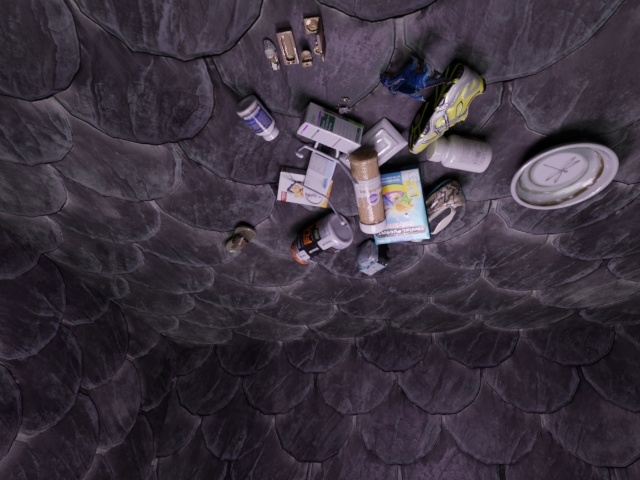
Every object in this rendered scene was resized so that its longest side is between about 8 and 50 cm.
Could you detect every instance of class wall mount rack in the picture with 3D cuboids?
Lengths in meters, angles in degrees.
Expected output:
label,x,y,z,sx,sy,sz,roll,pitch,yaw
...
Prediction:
label,x,y,z,sx,sy,sz,roll,pitch,yaw
wall mount rack,0.018,-0.242,1.747,0.304,0.130,0.350,28,132,11

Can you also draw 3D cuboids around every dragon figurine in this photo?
label,x,y,z,sx,sy,sz,roll,pitch,yaw
dragon figurine,0.318,-0.517,1.375,0.085,0.289,0.144,8,122,-43

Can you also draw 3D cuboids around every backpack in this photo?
label,x,y,z,sx,sy,sz,roll,pitch,yaw
backpack,0.281,0.098,2.315,0.144,0.165,0.188,19,140,-19

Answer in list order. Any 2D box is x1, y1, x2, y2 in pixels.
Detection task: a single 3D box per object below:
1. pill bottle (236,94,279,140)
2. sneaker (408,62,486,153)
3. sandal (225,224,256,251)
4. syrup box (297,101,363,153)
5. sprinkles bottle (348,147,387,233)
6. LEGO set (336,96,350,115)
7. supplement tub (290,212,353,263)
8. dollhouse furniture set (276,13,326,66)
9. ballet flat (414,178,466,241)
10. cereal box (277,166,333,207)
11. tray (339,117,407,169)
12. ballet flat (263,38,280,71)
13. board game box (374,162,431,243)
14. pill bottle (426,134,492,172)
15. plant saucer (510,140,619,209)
label,x,y,z,sx,sy,sz,roll,pitch,yaw
pill bottle,-0.236,-0.465,1.589,0.094,0.094,0.169,-17,141,27
sneaker,0.450,-0.450,1.514,0.147,0.145,0.384,13,146,-15
sandal,-0.446,0.007,2.310,0.120,0.086,0.303,19,143,-23
syrup box,0.038,-0.431,1.599,0.237,0.093,0.096,18,162,-21
sprinkles bottle,0.201,-0.202,1.735,0.121,0.121,0.355,-6,125,13
LEGO set,0.086,-0.503,1.569,0.054,0.023,0.083,-2,146,8
supplement tub,0.000,0.000,2.170,0.194,0.193,0.316,29,137,-33
dollhouse furniture set,-0.062,-0.615,1.327,0.151,0.123,0.144,-4,145,10
ballet flat,0.487,-0.100,1.976,0.164,0.182,0.483,-11,161,-44
cereal box,-0.075,-0.245,1.920,0.240,0.047,0.173,8,136,-6
tray,0.211,-0.365,1.701,0.145,0.030,0.270,41,130,-15
ballet flat,-0.163,-0.622,1.401,0.041,0.041,0.114,-7,144,14
board game box,0.344,-0.157,1.862,0.254,0.079,0.336,-7,115,21
pill bottle,0.552,-0.354,1.656,0.229,0.131,0.131,8,146,-7
plant saucer,1.009,-0.289,1.742,0.401,0.100,0.400,2,146,1
